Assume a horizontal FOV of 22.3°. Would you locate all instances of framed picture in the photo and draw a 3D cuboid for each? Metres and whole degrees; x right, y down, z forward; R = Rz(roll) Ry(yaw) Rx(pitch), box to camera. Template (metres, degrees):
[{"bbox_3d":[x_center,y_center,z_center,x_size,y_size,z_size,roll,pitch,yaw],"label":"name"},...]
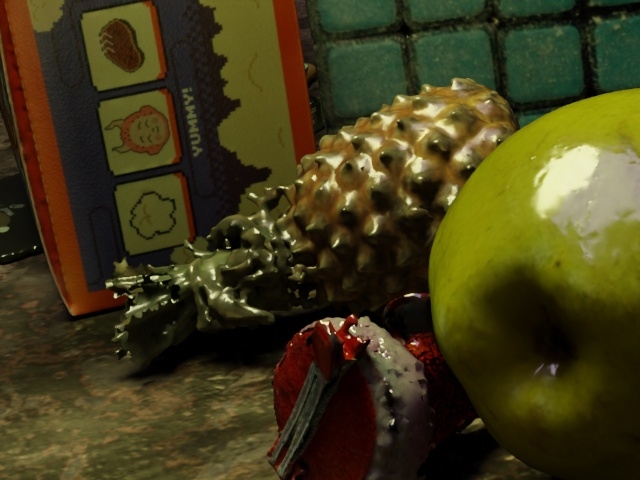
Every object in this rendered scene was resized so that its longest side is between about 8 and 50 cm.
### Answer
[{"bbox_3d":[-0.221,-0.059,1.705,0.324,0.013,0.244,-19,23,-23],"label":"framed picture"}]

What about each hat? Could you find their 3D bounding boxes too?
[{"bbox_3d":[0.074,0.092,1.056,0.227,0.140,0.129,-8,27,-34],"label":"hat"}]

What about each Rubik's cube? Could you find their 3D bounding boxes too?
[{"bbox_3d":[0.163,-0.253,1.580,0.337,0.344,0.343,-8,22,7],"label":"Rubik's cube"}]

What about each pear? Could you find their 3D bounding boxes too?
[{"bbox_3d":[0.206,0.026,0.986,0.253,0.252,0.307,5,12,32],"label":"pear"}]

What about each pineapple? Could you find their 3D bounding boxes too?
[{"bbox_3d":[0.000,0.000,1.291,0.361,0.175,0.175,-23,20,7],"label":"pineapple"}]

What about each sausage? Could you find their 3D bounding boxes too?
[{"bbox_3d":[-0.030,-0.187,1.938,0.026,0.026,0.116,-1,22,20],"label":"sausage"}]

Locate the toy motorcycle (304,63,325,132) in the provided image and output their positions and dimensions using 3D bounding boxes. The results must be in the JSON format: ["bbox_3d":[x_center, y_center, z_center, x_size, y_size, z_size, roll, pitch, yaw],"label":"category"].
[{"bbox_3d":[-0.079,-0.169,1.813,0.173,0.100,0.058,10,27,35],"label":"toy motorcycle"}]

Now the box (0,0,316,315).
[{"bbox_3d":[-0.170,-0.157,1.492,0.257,0.318,0.348,-14,26,-10],"label":"box"}]
